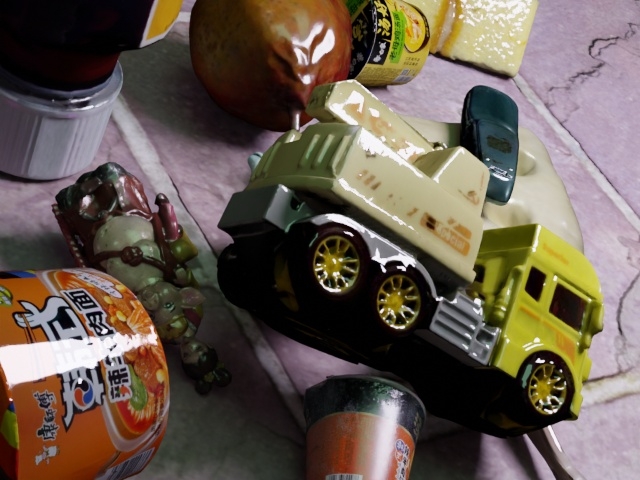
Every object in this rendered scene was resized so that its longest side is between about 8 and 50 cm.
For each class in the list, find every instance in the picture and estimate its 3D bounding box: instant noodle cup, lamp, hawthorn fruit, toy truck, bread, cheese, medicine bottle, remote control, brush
[{"bbox_3d":[0.036,0.217,1.377,0.127,0.127,0.135,19,47,-10],"label":"instant noodle cup"},{"bbox_3d":[-0.176,0.040,1.454,0.118,0.118,0.253,-10,58,-37],"label":"lamp"},{"bbox_3d":[-0.051,-0.218,1.741,0.208,0.208,0.248,3,39,-26],"label":"hawthorn fruit"},{"bbox_3d":[0.065,-0.269,1.930,0.122,0.151,0.151,8,41,-40],"label":"instant noodle cup"},{"bbox_3d":[0.099,0.026,1.435,0.405,0.181,0.254,32,72,-27],"label":"toy truck"},{"bbox_3d":[0.184,-0.346,2.108,0.266,0.142,0.178,15,55,-11],"label":"bread"},{"bbox_3d":[-0.262,0.133,1.213,0.192,0.250,0.250,-10,50,-49],"label":"instant noodle cup"},{"bbox_3d":[0.154,-0.017,1.690,0.351,0.129,0.328,3,43,-28],"label":"cheese"},{"bbox_3d":[-0.275,-0.253,1.507,0.243,0.395,0.242,20,36,-15],"label":"medicine bottle"},{"bbox_3d":[0.201,-0.115,1.694,0.072,0.042,0.222,23,35,-9],"label":"remote control"},{"bbox_3d":[0.244,0.256,1.488,0.067,0.072,0.313,-10,49,-19],"label":"brush"}]

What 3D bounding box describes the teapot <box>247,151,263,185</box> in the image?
[{"bbox_3d":[0.000,0.000,1.580,0.232,0.159,0.159,43,37,-11],"label":"teapot"}]
